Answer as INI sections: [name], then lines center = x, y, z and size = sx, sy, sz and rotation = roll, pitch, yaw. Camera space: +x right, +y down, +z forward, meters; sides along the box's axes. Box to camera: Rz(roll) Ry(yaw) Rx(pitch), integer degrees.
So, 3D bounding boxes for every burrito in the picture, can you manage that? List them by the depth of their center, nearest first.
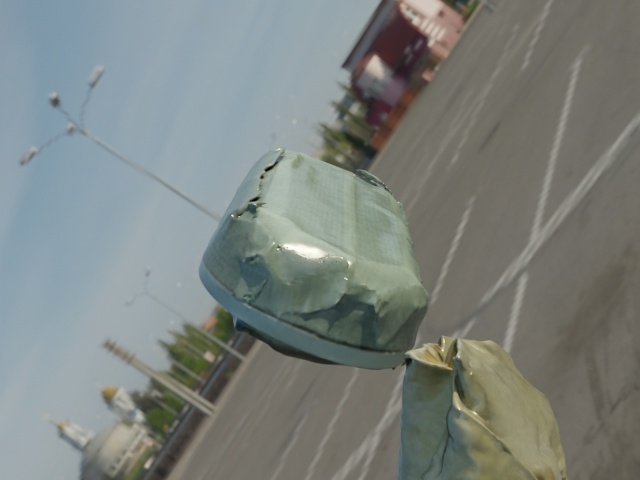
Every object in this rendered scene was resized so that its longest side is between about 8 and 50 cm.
[burrito]
center = 0.060, 0.170, 0.342
size = 0.082, 0.059, 0.275
rotation = 8, -101, -56

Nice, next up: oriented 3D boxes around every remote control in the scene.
[remote control]
center = 0.000, 0.000, 0.519
size = 0.247, 0.104, 0.052
rotation = -88, 21, -75
